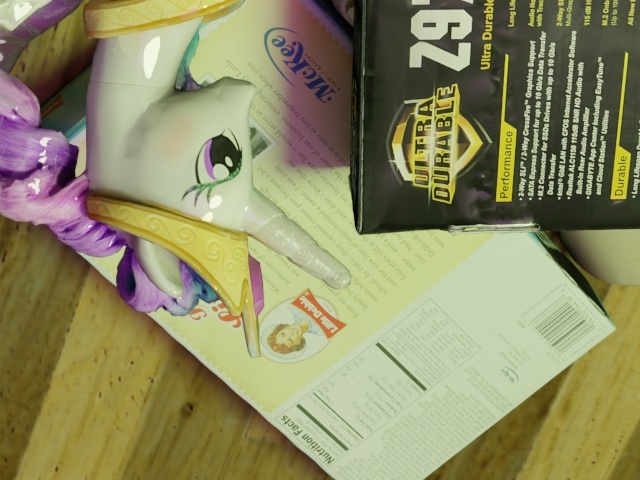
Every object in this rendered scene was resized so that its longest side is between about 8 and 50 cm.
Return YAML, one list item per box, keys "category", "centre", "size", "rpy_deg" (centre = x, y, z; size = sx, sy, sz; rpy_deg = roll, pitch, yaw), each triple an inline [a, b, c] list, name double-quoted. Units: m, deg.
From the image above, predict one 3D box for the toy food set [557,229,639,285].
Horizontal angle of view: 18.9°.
- category: "toy food set"
  centre: [0.246, -0.119, 1.054]
  size: [0.306, 0.092, 0.220]
  rpy_deg: [-22, 126, 8]

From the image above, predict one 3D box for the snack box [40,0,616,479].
- category: "snack box"
  centre: [0.000, 0.000, 1.070]
  size: [0.187, 0.060, 0.322]
  rpy_deg: [-39, 122, 10]

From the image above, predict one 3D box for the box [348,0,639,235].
- category: "box"
  centre: [0.144, -0.158, 0.905]
  size: [0.257, 0.079, 0.322]
  rpy_deg: [-1, 119, -2]

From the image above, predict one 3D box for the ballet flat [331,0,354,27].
- category: "ballet flat"
  centre: [0.032, -0.150, 0.981]
  size: [0.067, 0.073, 0.206]
  rpy_deg: [-19, 114, -10]

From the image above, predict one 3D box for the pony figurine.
- category: "pony figurine"
  centre: [-0.148, -0.140, 0.831]
  size: [0.350, 0.303, 0.364]
  rpy_deg: [5, 97, 0]
